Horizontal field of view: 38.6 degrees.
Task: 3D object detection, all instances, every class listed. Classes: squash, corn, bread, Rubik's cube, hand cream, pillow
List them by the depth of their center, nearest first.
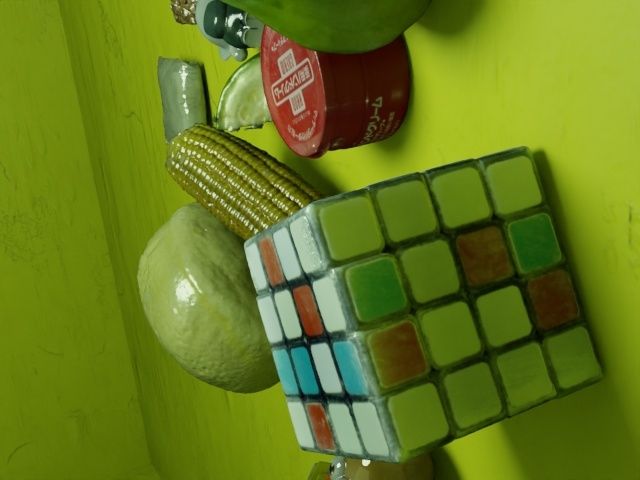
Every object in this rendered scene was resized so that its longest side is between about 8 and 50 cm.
[{"bbox_3d":[0.095,0.070,0.965,0.256,0.258,0.254,-24,84,67],"label":"Rubik's cube"},{"bbox_3d":[0.015,-0.206,1.143,0.193,0.125,0.193,49,147,47],"label":"hand cream"},{"bbox_3d":[-0.088,-0.058,1.332,0.344,0.131,0.131,36,142,22],"label":"corn"},{"bbox_3d":[-0.054,-0.244,1.403,0.289,0.203,0.111,-52,-48,-74],"label":"squash"},{"bbox_3d":[-0.154,0.100,1.506,0.237,0.320,0.320,-57,46,24],"label":"bread"},{"bbox_3d":[-0.271,-0.279,1.825,0.134,0.077,0.182,20,120,60],"label":"pillow"}]

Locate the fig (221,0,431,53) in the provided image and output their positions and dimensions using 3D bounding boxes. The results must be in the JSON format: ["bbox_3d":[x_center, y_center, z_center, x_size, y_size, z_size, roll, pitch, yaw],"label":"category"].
[{"bbox_3d":[-0.007,-0.282,0.946,0.233,0.314,0.233,40,161,16],"label":"fig"}]

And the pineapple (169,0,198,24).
[{"bbox_3d":[-0.206,-0.481,1.508,0.111,0.119,0.237,-79,-16,-69],"label":"pineapple"}]

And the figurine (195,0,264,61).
[{"bbox_3d":[-0.131,-0.340,1.389,0.192,0.126,0.147,36,134,52],"label":"figurine"}]

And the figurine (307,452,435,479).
[{"bbox_3d":[0.075,0.360,1.306,0.342,0.167,0.285,50,144,19],"label":"figurine"}]
